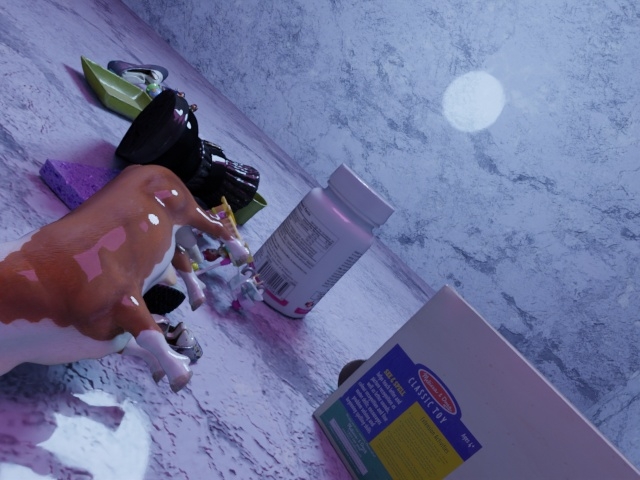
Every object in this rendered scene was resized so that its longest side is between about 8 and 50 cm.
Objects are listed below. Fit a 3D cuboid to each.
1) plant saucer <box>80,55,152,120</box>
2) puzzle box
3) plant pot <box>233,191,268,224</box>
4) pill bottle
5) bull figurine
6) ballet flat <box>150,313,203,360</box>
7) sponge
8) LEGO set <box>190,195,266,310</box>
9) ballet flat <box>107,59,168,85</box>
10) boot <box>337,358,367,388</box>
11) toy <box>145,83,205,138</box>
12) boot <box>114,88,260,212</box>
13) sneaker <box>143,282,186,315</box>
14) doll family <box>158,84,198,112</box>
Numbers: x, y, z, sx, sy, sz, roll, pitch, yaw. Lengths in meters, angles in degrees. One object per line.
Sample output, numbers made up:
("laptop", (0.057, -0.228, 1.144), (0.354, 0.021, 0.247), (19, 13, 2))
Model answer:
("plant saucer", (-0.501, -0.362, 1.041), (0.188, 0.045, 0.188), (48, 14, 27))
("puzzle box", (0.199, 0.286, 0.476), (0.409, 0.272, 0.052), (50, 15, 30))
("plant pot", (-0.183, -0.082, 0.986), (0.083, 0.079, 0.083), (40, 14, -12))
("pill bottle", (0.000, 0.000, 0.796), (0.160, 0.283, 0.160), (40, 13, -11))
("bull figurine", (-0.190, 0.034, 0.383), (0.188, 0.101, 0.310), (47, 33, -20))
("ballet flat", (-0.176, 0.108, 0.471), (0.114, 0.041, 0.041), (32, 16, -38))
("sponge", (-0.317, -0.070, 0.657), (0.117, 0.031, 0.210), (44, 13, 7))
("LEGO set", (-0.194, 0.002, 0.720), (0.287, 0.107, 0.132), (51, -20, 51))
("ballet flat", (-0.547, -0.504, 1.259), (0.074, 0.074, 0.203), (46, 33, 18))
("boot", (0.139, 0.297, 0.732), (0.305, 0.112, 0.115), (33, -15, -20))
("toy", (-0.440, -0.385, 1.187), (0.137, 0.056, 0.237), (-10, 49, -46))
("boot", (-0.223, -0.141, 0.767), (0.260, 0.131, 0.348), (34, -6, -31))
("sneaker", (-0.234, 0.040, 0.483), (0.161, 0.057, 0.075), (23, 29, -49))
("doll family", (-0.483, -0.466, 1.367), (0.111, 0.076, 0.193), (-10, 55, -50))
